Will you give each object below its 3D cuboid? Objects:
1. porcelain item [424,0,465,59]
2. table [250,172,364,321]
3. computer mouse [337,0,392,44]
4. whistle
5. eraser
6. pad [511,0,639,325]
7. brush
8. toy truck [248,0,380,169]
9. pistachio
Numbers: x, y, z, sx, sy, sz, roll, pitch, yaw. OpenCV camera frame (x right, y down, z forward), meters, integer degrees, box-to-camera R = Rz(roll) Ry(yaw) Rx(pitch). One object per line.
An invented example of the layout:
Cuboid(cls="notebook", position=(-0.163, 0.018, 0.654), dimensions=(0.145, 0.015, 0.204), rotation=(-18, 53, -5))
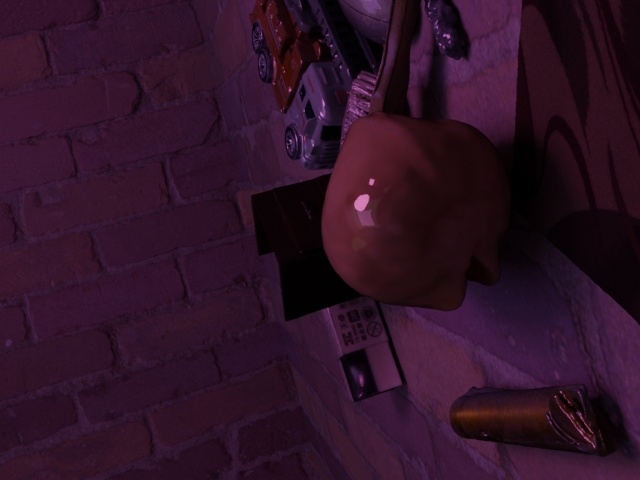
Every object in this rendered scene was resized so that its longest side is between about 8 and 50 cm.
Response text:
Cuboid(cls="porcelain item", position=(0.129, -0.227, 0.756), dimensions=(0.036, 0.028, 0.083), rotation=(15, -123, -84))
Cuboid(cls="table", position=(0.000, 0.000, 1.234), dimensions=(0.173, 0.193, 0.169), rotation=(88, 162, -50))
Cuboid(cls="computer mouse", position=(0.046, -0.326, 0.902), dimensions=(0.113, 0.068, 0.229), rotation=(90, 160, -48))
Cuboid(cls="whistle", position=(0.222, 0.197, 0.809), dimensions=(0.326, 0.057, 0.068), rotation=(125, 128, -75))
Cuboid(cls="eraser", position=(0.045, 0.102, 1.400), dimensions=(0.096, 0.098, 0.404), rotation=(111, 142, -72))
Cuboid(cls="pad", position=(0.213, -0.112, 0.568), dimensions=(0.220, 0.004, 0.330), rotation=(-122, 20, -52))
Cuboid(cls="brush", position=(0.069, -0.206, 0.827), dimensions=(0.065, 0.070, 0.328), rotation=(28, 134, 21))
Cuboid(cls="toy truck", position=(0.007, -0.252, 1.040), dimensions=(0.184, 0.132, 0.339), rotation=(117, 139, -57))
Cuboid(cls="pistachio", position=(0.090, -0.025, 0.769), dimensions=(0.214, 0.193, 0.318), rotation=(58, 170, 3))
